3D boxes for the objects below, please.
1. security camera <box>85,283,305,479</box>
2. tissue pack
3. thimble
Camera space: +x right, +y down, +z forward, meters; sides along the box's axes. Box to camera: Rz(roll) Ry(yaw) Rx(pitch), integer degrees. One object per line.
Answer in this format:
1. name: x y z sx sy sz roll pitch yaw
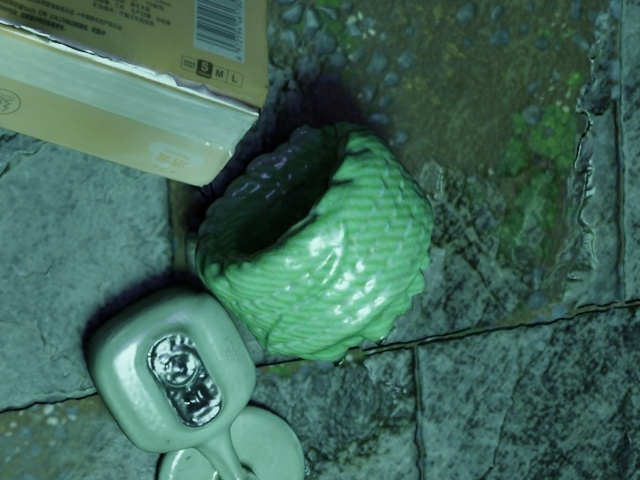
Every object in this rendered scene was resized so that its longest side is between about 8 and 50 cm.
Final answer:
1. security camera: -0.111 0.185 1.544 0.157 0.080 0.302 -33 116 -13
2. tissue pack: -0.222 -0.179 1.357 0.305 0.238 0.239 17 96 -25
3. thimble: 0.000 0.000 1.473 0.219 0.219 0.150 -46 117 -7
